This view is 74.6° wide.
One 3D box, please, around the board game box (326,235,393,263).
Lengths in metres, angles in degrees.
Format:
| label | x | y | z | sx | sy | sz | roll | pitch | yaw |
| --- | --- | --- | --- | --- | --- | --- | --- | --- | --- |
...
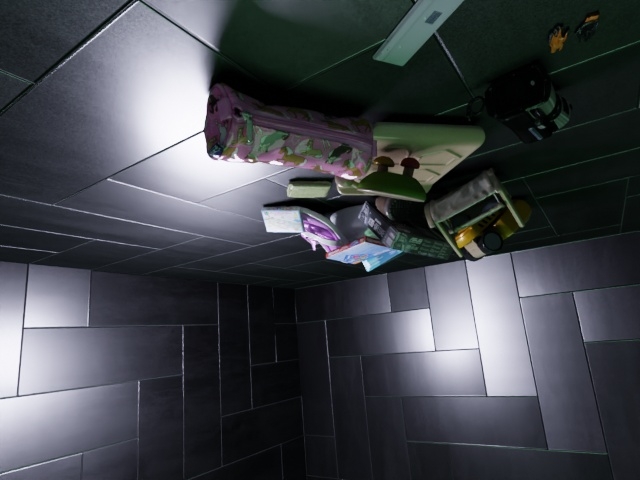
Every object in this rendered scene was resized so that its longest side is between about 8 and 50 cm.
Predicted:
| label | x | y | z | sx | sy | sz | roll | pitch | yaw |
| --- | --- | --- | --- | --- | --- | --- | --- | --- | --- |
| board game box | 0.154 | 0.042 | 1.648 | 0.145 | 0.027 | 0.281 | 14 | 159 | -27 |

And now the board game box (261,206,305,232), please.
| label | x | y | z | sx | sy | sz | roll | pitch | yaw |
| --- | --- | --- | --- | --- | --- | --- | --- | --- | --- |
| board game box | -0.143 | -0.080 | 1.628 | 0.154 | 0.026 | 0.104 | 2 | 128 | 16 |

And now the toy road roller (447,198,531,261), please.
| label | x | y | z | sx | sy | sz | roll | pitch | yaw |
| --- | --- | --- | --- | --- | --- | --- | --- | --- | --- |
| toy road roller | 0.708 | -0.086 | 1.820 | 0.329 | 0.241 | 0.202 | -40 | 173 | -14 |

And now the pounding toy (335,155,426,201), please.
| label | x | y | z | sx | sy | sz | roll | pitch | yaw |
| --- | --- | --- | --- | --- | --- | --- | --- | --- | --- |
| pounding toy | 0.175 | -0.175 | 1.120 | 0.236 | 0.110 | 0.182 | 15 | -173 | 41 |

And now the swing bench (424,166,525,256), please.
| label | x | y | z | sx | sy | sz | roll | pitch | yaw |
| --- | --- | --- | --- | --- | --- | --- | --- | --- | --- |
| swing bench | 0.528 | -0.110 | 1.470 | 0.253 | 0.165 | 0.254 | -30 | 135 | 27 |

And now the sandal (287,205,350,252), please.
| label | x | y | z | sx | sy | sz | roll | pitch | yaw |
| --- | --- | --- | --- | --- | --- | --- | --- | --- | --- |
| sandal | 0.011 | -0.002 | 1.729 | 0.169 | 0.102 | 0.416 | -8 | 144 | 44 |

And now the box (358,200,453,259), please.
| label | x | y | z | sx | sy | sz | roll | pitch | yaw |
| --- | --- | --- | --- | --- | --- | --- | --- | --- | --- |
| box | 0.331 | -0.037 | 1.623 | 0.307 | 0.077 | 0.242 | 11 | -155 | -31 |

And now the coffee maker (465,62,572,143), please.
| label | x | y | z | sx | sy | sz | roll | pitch | yaw |
| --- | --- | --- | --- | --- | --- | --- | --- | --- | --- |
| coffee maker | 0.455 | -0.302 | 0.956 | 0.171 | 0.120 | 0.178 | 15 | -178 | 43 |

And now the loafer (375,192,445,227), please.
| label | x | y | z | sx | sy | sz | roll | pitch | yaw |
| --- | --- | --- | --- | --- | --- | --- | --- | --- | --- |
| loafer | 0.357 | -0.139 | 1.596 | 0.365 | 0.134 | 0.130 | 7 | -163 | -37 |

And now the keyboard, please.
| label | x | y | z | sx | sy | sz | roll | pitch | yaw |
| --- | --- | --- | --- | --- | --- | --- | --- | --- | --- |
| keyboard | 0.183 | -0.381 | 0.711 | 0.072 | 0.014 | 0.256 | -4 | 168 | -25 |

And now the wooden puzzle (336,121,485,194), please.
| label | x | y | z | sx | sy | sz | roll | pitch | yaw |
| --- | --- | --- | --- | --- | --- | --- | --- | --- | --- |
| wooden puzzle | 0.236 | -0.237 | 1.200 | 0.321 | 0.081 | 0.348 | -2 | 161 | -13 |

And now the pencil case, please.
| label | x | y | z | sx | sy | sz | roll | pitch | yaw |
| --- | --- | --- | --- | --- | --- | --- | --- | --- | --- |
| pencil case | -0.060 | -0.232 | 0.941 | 0.385 | 0.167 | 0.160 | 3 | 132 | -31 |

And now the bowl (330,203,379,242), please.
| label | x | y | z | sx | sy | sz | roll | pitch | yaw |
| --- | --- | --- | --- | --- | --- | --- | --- | --- | --- |
| bowl | 0.196 | -0.050 | 1.823 | 0.297 | 0.134 | 0.298 | -5 | 167 | -1 |

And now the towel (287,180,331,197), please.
| label | x | y | z | sx | sy | sz | roll | pitch | yaw |
| --- | --- | --- | --- | --- | --- | --- | --- | --- | --- |
| towel | -0.041 | -0.177 | 1.442 | 0.148 | 0.027 | 0.110 | -1 | 165 | -10 |

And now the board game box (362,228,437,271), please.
| label | x | y | z | sx | sy | sz | roll | pitch | yaw |
| --- | --- | --- | --- | --- | --- | --- | --- | --- | --- |
| board game box | 0.373 | 0.021 | 1.958 | 0.253 | 0.079 | 0.336 | -35 | 170 | 35 |

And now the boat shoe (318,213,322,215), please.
| label | x | y | z | sx | sy | sz | roll | pitch | yaw |
| --- | --- | --- | --- | --- | --- | --- | --- | --- | --- |
| boat shoe | -0.026 | -0.072 | 1.808 | 0.064 | 0.060 | 0.178 | -2 | 166 | -10 |

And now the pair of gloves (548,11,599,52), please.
| label | x | y | z | sx | sy | sz | roll | pitch | yaw |
| --- | --- | --- | --- | --- | --- | --- | --- | --- | --- |
| pair of gloves | 0.470 | -0.386 | 0.783 | 0.083 | 0.010 | 0.074 | -13 | 163 | 22 |
